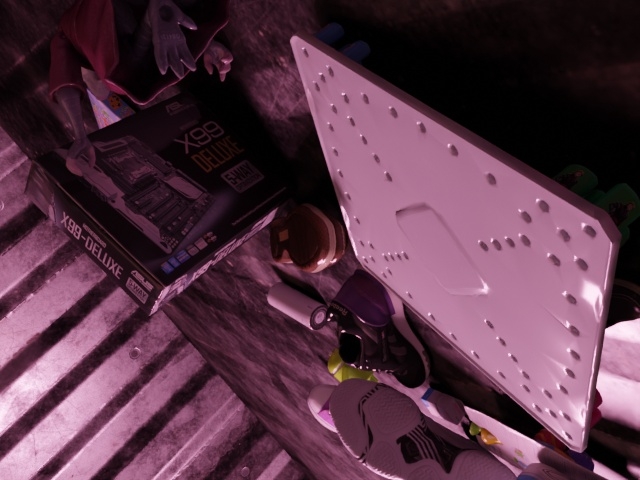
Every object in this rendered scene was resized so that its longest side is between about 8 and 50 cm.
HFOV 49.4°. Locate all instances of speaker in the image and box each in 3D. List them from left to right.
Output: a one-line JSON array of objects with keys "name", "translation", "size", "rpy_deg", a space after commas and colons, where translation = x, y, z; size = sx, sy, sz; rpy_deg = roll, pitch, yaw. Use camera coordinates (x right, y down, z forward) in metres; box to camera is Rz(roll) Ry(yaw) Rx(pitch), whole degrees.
[{"name": "speaker", "translation": [-0.047, 0.131, 1.402], "size": [0.136, 0.055, 0.055], "rpy_deg": [24, 151, 43]}]

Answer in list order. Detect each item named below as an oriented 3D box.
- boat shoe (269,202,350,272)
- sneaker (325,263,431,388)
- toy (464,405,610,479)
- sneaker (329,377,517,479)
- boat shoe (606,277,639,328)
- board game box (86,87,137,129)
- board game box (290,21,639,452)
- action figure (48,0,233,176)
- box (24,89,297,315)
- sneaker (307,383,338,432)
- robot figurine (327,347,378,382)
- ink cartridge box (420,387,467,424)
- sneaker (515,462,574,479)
[{"name": "boat shoe", "translation": [-0.001, -0.008, 1.010], "size": [0.257, 0.095, 0.095], "rpy_deg": [-170, 76, -72]}, {"name": "sneaker", "translation": [0.084, 0.169, 1.134], "size": [0.107, 0.124, 0.283], "rpy_deg": [23, 150, 46]}, {"name": "toy", "translation": [0.335, 0.314, 1.031], "size": [0.237, 0.056, 0.137], "rpy_deg": [19, 149, 38]}, {"name": "sneaker", "translation": [0.184, 0.380, 1.238], "size": [0.365, 0.137, 0.210], "rpy_deg": [29, 171, 21]}, {"name": "boat shoe", "translation": [0.274, 0.074, 0.710], "size": [0.056, 0.049, 0.152], "rpy_deg": [45, 161, -6]}, {"name": "board game box", "translation": [-0.376, -0.208, 1.411], "size": [0.211, 0.039, 0.160], "rpy_deg": [43, 159, 9]}, {"name": "board game box", "translation": [0.141, -0.001, 0.731], "size": [0.390, 0.050, 0.390], "rpy_deg": [42, 161, 38]}, {"name": "action figure", "translation": [-0.255, -0.252, 0.817], "size": [0.370, 0.248, 0.276], "rpy_deg": [6, 135, 55]}, {"name": "box", "translation": [-0.215, -0.070, 0.998], "size": [0.242, 0.307, 0.076], "rpy_deg": [43, 133, 6]}, {"name": "sneaker", "translation": [0.098, 0.394, 1.578], "size": [0.282, 0.102, 0.161], "rpy_deg": [27, 151, 15]}, {"name": "robot figurine", "translation": [0.064, 0.267, 1.431], "size": [0.115, 0.067, 0.101], "rpy_deg": [42, -171, 7]}, {"name": "ink cartridge box", "translation": [0.225, 0.299, 1.246], "size": [0.083, 0.028, 0.048], "rpy_deg": [9, 140, 56]}, {"name": "sneaker", "translation": [0.357, 0.363, 0.913], "size": [0.237, 0.086, 0.085], "rpy_deg": [0, 132, 52]}]
